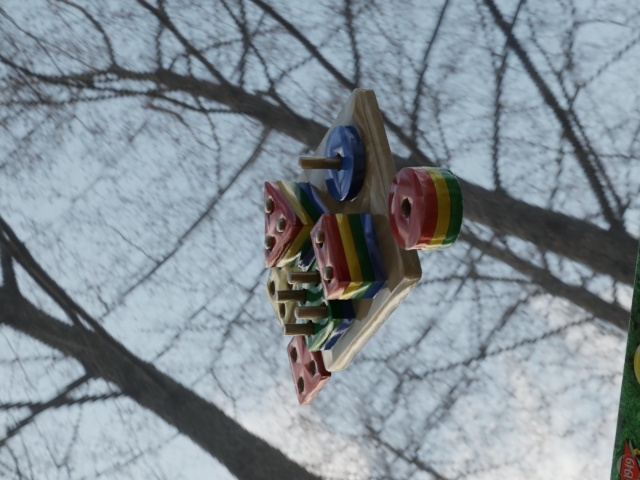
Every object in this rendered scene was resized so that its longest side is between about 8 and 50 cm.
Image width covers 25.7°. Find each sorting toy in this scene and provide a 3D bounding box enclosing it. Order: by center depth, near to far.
[{"bbox_3d":[0.000,0.000,0.872,0.046,0.132,0.274,-1,-29,-23],"label":"sorting toy"}]

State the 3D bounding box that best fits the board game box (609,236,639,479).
[{"bbox_3d":[0.223,0.038,0.705,0.030,0.136,0.259,-13,-69,-49],"label":"board game box"}]
